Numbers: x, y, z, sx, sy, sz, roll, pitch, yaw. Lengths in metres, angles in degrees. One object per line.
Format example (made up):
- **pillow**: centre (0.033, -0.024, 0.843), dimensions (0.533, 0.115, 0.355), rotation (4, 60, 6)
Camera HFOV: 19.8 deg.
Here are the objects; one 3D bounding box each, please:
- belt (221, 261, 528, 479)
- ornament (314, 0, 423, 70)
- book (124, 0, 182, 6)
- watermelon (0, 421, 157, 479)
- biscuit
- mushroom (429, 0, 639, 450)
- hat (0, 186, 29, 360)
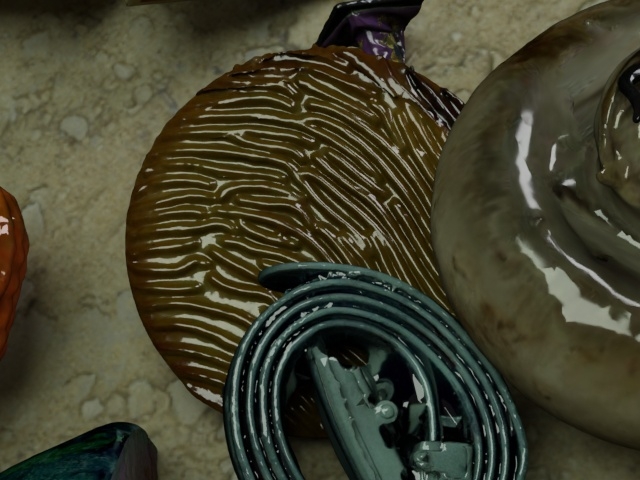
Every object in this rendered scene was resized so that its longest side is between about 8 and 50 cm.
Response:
- **belt**: centre (0.031, 0.133, 1.356), dimensions (0.206, 0.116, 0.267), rotation (-36, 84, -8)
- **ornament**: centre (0.076, -0.104, 1.530), dimensions (0.081, 0.088, 0.203), rotation (-18, 72, -19)
- **book**: centre (-0.092, -0.279, 1.611), dimensions (0.231, 0.026, 0.161), rotation (-10, 57, -29)
- **watermelon**: centre (-0.237, 0.282, 1.323), dimensions (0.222, 0.292, 0.319), rotation (-5, 73, 10)
- **biscuit**: centre (0.000, 0.000, 1.456), dimensions (0.318, 0.040, 0.318), rotation (-1, 81, 4)
- **mushroom**: centre (0.260, -0.030, 1.297), dimensions (0.362, 0.295, 0.362), rotation (-1, 57, 2)
- **hat**: centre (-0.363, 0.131, 1.458), dimensions (0.285, 0.285, 0.400), rotation (-3, 83, 15)
